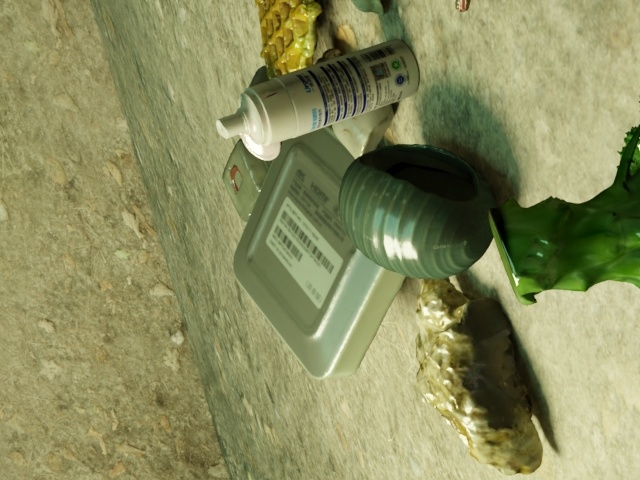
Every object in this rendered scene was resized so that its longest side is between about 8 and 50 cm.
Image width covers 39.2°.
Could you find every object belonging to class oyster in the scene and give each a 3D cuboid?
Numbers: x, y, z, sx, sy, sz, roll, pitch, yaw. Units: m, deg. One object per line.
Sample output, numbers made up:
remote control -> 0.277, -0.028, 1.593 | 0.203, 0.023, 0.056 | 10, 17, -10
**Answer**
oyster -> 0.229, 0.187, 1.350 | 0.110, 0.166, 0.341 | 114, 148, -73

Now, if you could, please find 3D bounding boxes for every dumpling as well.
dumpling -> 0.072, -0.356, 1.325 | 0.059, 0.043, 0.077 | 43, 152, 3

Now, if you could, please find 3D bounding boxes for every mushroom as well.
mushroom -> 0.044, -0.224, 1.439 | 0.225, 0.093, 0.116 | 60, 147, 30

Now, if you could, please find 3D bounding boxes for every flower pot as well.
flower pot -> 0.133, -0.041, 1.262 | 0.243, 0.189, 0.157 | 27, 129, 45

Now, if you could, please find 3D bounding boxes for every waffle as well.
waffle -> -0.061, -0.402, 1.505 | 0.281, 0.058, 0.301 | -135, 42, -61

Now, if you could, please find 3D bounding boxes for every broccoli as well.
broccoli -> 0.309, 0.003, 0.779 | 0.297, 0.297, 0.298 | -15, -90, -82

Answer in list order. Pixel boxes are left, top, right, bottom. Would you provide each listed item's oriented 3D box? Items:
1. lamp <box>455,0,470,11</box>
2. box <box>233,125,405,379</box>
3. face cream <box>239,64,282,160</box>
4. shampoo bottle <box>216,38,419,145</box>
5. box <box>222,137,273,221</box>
lamp -> 0.185, -0.324, 1.104 | 0.063, 0.031, 0.083 | 66, 155, 1
box -> 0.000, 0.000, 1.561 | 0.367, 0.090, 0.373 | 46, 121, 42
face cream -> -0.098, -0.237, 1.619 | 0.107, 0.073, 0.269 | 60, -164, -22
shampoo bottle -> -0.007, -0.205, 1.292 | 0.092, 0.303, 0.092 | 51, 154, 37
box -> -0.113, -0.136, 1.847 | 0.148, 0.129, 0.210 | 64, 159, 9
